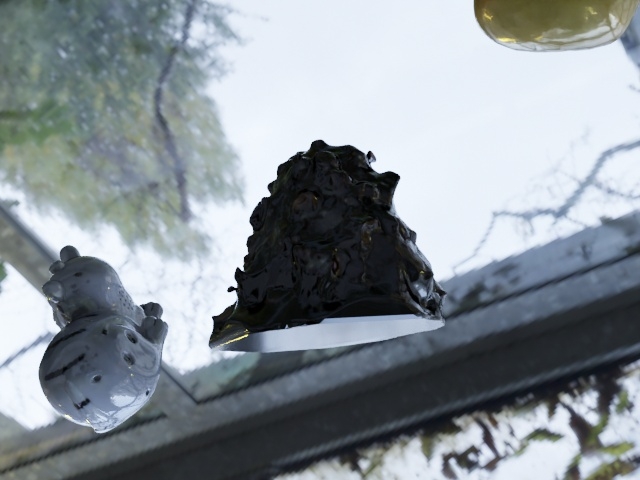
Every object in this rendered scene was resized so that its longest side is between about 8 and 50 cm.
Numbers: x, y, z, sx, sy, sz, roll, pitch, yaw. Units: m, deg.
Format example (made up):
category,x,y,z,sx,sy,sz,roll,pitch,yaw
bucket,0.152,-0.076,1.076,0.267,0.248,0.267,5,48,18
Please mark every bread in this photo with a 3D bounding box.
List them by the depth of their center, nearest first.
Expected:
category,x,y,z,sx,sy,sz,roll,pitch,yaw
bread,0.210,-0.256,1.022,0.147,0.098,0.217,2,-129,30

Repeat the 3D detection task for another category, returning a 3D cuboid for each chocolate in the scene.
category,x,y,z,sx,sy,sz,roll,pitch,yaw
chocolate,0.000,0.000,0.794,0.156,0.156,0.133,-13,-104,25

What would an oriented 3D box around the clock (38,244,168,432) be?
category,x,y,z,sx,sy,sz,roll,pitch,yaw
clock,-0.204,0.084,1.079,0.080,0.117,0.176,-35,-154,21
